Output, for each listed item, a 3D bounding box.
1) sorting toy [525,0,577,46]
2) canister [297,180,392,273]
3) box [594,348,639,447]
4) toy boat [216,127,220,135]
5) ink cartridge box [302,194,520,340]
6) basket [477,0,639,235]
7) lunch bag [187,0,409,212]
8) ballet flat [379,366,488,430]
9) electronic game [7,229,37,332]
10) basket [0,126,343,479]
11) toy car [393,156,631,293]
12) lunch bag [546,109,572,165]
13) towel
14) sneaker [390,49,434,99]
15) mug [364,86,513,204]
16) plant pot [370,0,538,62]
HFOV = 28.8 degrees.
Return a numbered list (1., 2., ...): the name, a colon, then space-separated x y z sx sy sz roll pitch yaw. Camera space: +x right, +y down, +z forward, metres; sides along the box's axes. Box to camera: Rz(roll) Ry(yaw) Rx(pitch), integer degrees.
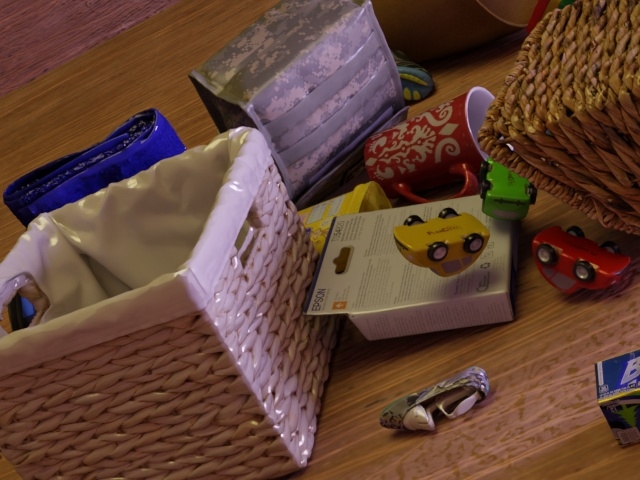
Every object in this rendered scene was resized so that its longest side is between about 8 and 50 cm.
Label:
1. sorting toy: 0.401 -0.384 1.692 0.255 0.089 0.257 -42 -16 -25
2. canister: 0.000 0.000 1.598 0.170 0.073 0.126 -20 26 26
3. box: 0.315 0.111 1.024 0.169 0.054 0.059 -20 25 20
4. toy boat: -0.052 -0.233 2.035 0.268 0.148 0.318 -30 23 1
5. ink cartridge box: 0.108 0.028 1.393 0.224 0.045 0.223 -7 30 16
6. basket: 0.334 -0.130 1.293 0.223 0.213 0.299 -20 25 35
7. lunch bag: -0.009 -0.171 1.712 0.235 0.287 0.169 -41 46 -15
8. ballet flat: 0.110 0.159 1.192 0.114 0.041 0.041 -27 23 9
9. electronic game: -0.343 0.078 1.650 0.048 0.229 0.229 -4 31 20
10. basket: -0.174 0.097 1.362 0.331 0.266 0.328 -21 25 21
11. toy car: 0.200 -0.018 1.324 0.239 0.053 0.225 8 32 4
12. lunch bag: 0.295 -0.125 1.431 0.096 0.129 0.151 -29 25 16
13. towel: -0.228 -0.005 1.601 0.228 0.308 0.076 -27 43 8
14. sneaker: 0.091 -0.273 1.975 0.188 0.067 0.078 21 23 9
15. mug: 0.143 -0.111 1.611 0.169 0.113 0.150 -17 24 35
16. plant pot: 0.190 -0.390 2.017 0.254 0.237 0.237 -31 17 42
